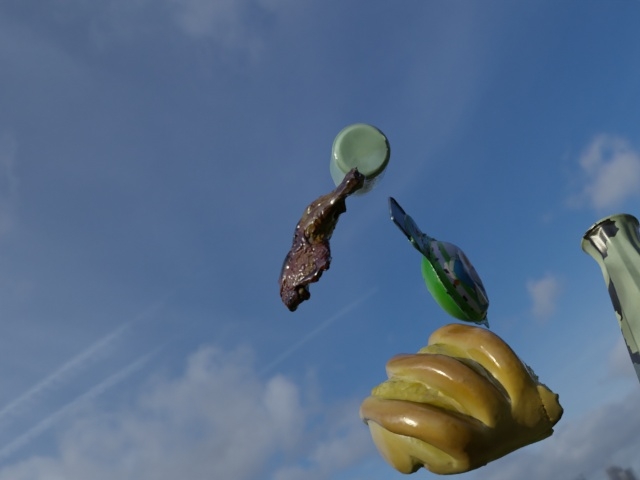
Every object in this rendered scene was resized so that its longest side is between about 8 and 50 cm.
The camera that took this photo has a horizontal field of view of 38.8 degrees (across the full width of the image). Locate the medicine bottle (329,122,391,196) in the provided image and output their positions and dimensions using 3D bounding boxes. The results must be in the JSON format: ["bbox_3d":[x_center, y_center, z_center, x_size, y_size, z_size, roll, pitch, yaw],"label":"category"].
[{"bbox_3d":[0.093,-0.189,2.202,0.139,0.139,0.225,-27,-9,-7],"label":"medicine bottle"}]

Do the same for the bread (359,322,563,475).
[{"bbox_3d":[0.198,0.252,1.457,0.270,0.211,0.316,-19,-5,-13],"label":"bread"}]

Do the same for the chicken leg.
[{"bbox_3d":[-0.004,-0.003,1.903,0.083,0.322,0.177,24,-9,-22],"label":"chicken leg"}]

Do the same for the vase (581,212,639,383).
[{"bbox_3d":[0.578,0.117,1.579,0.165,0.360,0.165,-9,-41,-8],"label":"vase"}]

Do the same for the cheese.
[{"bbox_3d":[0.228,0.045,1.723,0.083,0.204,0.320,-33,-66,18],"label":"cheese"}]
